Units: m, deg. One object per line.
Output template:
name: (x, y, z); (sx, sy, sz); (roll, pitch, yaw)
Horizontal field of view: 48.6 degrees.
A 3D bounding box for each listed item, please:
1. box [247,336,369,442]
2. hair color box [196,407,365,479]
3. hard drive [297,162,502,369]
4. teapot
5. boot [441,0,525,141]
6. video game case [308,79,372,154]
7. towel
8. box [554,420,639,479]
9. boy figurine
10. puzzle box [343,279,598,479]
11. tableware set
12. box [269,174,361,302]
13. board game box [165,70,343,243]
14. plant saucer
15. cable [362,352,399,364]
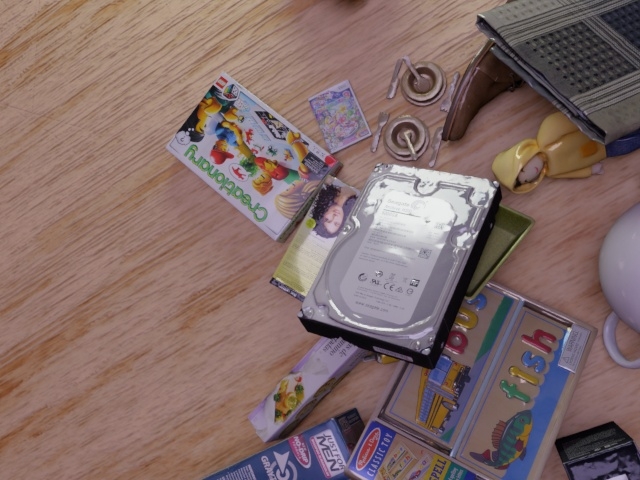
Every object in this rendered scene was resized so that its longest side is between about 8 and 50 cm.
box: (-0.003, 0.235, 1.257); (0.324, 0.067, 0.063); (-48, 64, 18)
hair color box: (-0.086, 0.418, 1.243); (0.347, 0.174, 0.105); (-28, 77, 11)
hard drive: (0.137, 0.026, 1.177); (0.237, 0.064, 0.339); (14, 60, 29)
teapot: (0.535, 0.041, 1.119); (0.256, 0.187, 0.252); (-35, 105, -8)
boot: (0.319, -0.295, 1.250); (0.115, 0.112, 0.305); (32, 91, 5)
video game case: (0.037, -0.237, 1.362); (0.087, 0.011, 0.122); (-24, 79, 12)
towel: (0.448, -0.299, 1.139); (0.324, 0.056, 0.312); (-23, 62, -24)
box: (0.444, 0.378, 1.089); (0.108, 0.207, 0.153); (-23, 80, 11)
boy figurine: (0.426, -0.161, 1.170); (0.285, 0.177, 0.092); (-17, 51, 8)
puzzle box: (0.248, 0.257, 1.144); (0.272, 0.052, 0.409); (25, 65, 14)
tableware set: (0.172, -0.244, 1.312); (0.128, 0.039, 0.194); (16, 89, 16)
box: (0.000, 0.000, 1.323); (0.087, 0.058, 0.232); (28, 93, 16)
board game box: (-0.132, -0.163, 1.377); (0.305, 0.053, 0.193); (39, 95, 15)
plant saucer: (0.241, 0.006, 1.222); (0.188, 0.045, 0.188); (31, 70, 36)
cable: (0.215, 0.158, 1.267); (0.287, 0.072, 0.139); (4, 68, 3)
